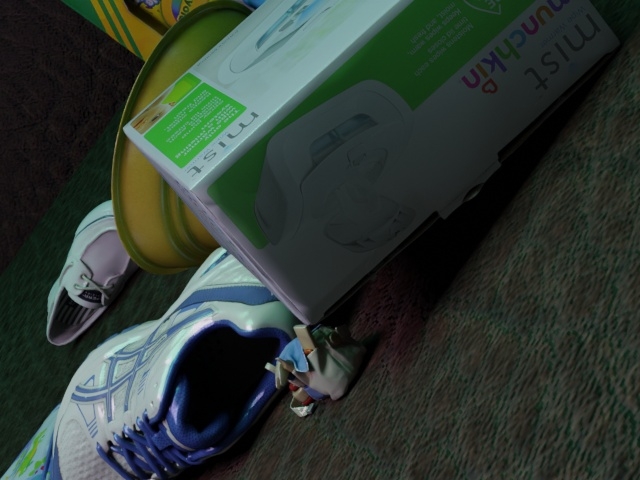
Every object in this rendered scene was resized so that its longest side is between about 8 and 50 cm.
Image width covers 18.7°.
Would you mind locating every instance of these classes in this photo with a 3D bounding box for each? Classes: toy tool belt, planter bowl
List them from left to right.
[{"bbox_3d":[-0.057,-0.066,1.464,0.217,0.090,0.217,-41,-40,-46],"label":"planter bowl"},{"bbox_3d":[-0.010,0.078,1.260,0.083,0.051,0.052,-35,24,58],"label":"toy tool belt"}]

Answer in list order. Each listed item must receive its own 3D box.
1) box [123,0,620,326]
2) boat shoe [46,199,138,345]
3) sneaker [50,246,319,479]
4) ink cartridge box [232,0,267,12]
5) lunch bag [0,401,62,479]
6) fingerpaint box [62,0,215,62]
[{"bbox_3d":[0.026,-0.094,1.255,0.262,0.127,0.231,-42,19,-3],"label":"box"},{"bbox_3d":[-0.253,0.045,2.201,0.226,0.083,0.075,122,162,-48],"label":"boat shoe"},{"bbox_3d":[-0.110,0.116,1.395,0.296,0.112,0.131,-49,14,27],"label":"sneaker"},{"bbox_3d":[0.113,-0.303,1.519,0.395,0.166,0.285,-55,13,3],"label":"ink cartridge box"},{"bbox_3d":[-0.243,0.246,1.591,0.219,0.090,0.176,-50,15,23],"label":"lunch bag"},{"bbox_3d":[-0.049,-0.362,1.795,0.445,0.371,0.163,-48,13,25],"label":"fingerpaint box"}]
